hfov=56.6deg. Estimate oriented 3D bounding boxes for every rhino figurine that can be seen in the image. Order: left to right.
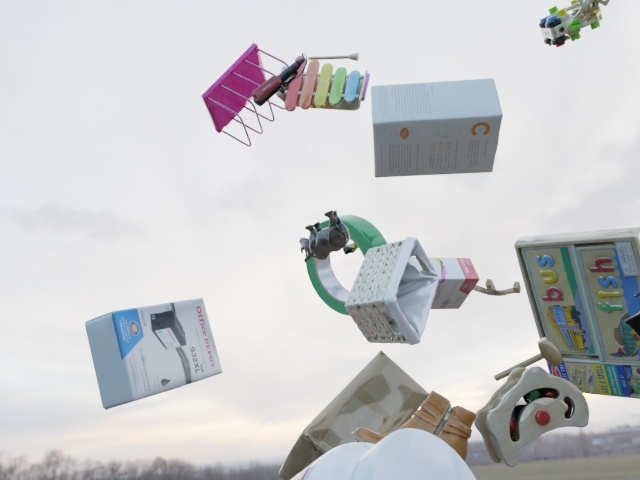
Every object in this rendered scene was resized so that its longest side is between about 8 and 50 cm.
[{"bbox_3d":[0.000,0.000,1.681,0.073,0.106,0.243,-22,-6,-36],"label":"rhino figurine"}]

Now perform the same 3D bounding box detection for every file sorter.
[{"bbox_3d":[-0.245,-0.515,2.146,0.182,0.291,0.202,32,-20,21],"label":"file sorter"}]

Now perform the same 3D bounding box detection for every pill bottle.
[{"bbox_3d":[0.027,0.426,0.817,0.229,0.229,0.408,9,-44,-36],"label":"pill bottle"}]

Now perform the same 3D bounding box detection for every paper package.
[{"bbox_3d":[0.079,0.483,1.486,0.325,0.168,0.310,-37,-20,-38],"label":"paper package"}]

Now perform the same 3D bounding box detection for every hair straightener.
[{"bbox_3d":[-0.125,-0.508,1.882,0.230,0.047,0.089,-47,-7,-11],"label":"hair straightener"}]

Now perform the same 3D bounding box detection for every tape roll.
[{"bbox_3d":[0.089,0.080,1.919,0.077,0.321,0.321,-19,-6,-44],"label":"tape roll"}]

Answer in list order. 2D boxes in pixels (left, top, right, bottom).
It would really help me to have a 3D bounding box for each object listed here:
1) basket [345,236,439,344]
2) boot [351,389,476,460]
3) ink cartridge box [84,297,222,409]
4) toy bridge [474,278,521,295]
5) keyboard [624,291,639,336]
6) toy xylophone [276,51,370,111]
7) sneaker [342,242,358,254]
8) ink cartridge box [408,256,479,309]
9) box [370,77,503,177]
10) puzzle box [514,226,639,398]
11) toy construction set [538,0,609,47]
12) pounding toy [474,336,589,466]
[{"bbox_3d":[0.127,0.090,1.047,0.103,0.167,0.113,-12,-56,35],"label":"basket"},{"bbox_3d":[0.169,0.337,1.066,0.197,0.152,0.073,24,-12,12],"label":"boot"},{"bbox_3d":[-0.426,0.284,1.552,0.129,0.223,0.307,-22,-10,32],"label":"ink cartridge box"},{"bbox_3d":[0.527,0.146,1.838,0.188,0.026,0.063,3,-36,36],"label":"toy bridge"},{"bbox_3d":[0.534,0.075,0.850,0.100,0.038,0.192,45,-61,-11],"label":"keyboard"},{"bbox_3d":[0.014,-0.539,1.999,0.322,0.236,0.081,0,-16,16],"label":"toy xylophone"},{"bbox_3d":[0.116,0.026,2.030,0.083,0.035,0.031,-21,-43,14],"label":"sneaker"},{"bbox_3d":[0.237,0.096,1.328,0.198,0.067,0.115,2,-43,-20],"label":"ink cartridge box"},{"bbox_3d":[0.320,-0.317,1.696,0.345,0.168,0.215,-2,-39,5],"label":"box"},{"bbox_3d":[0.623,0.172,1.360,0.272,0.409,0.052,-7,20,45],"label":"puzzle box"},{"bbox_3d":[0.794,-0.695,1.834,0.215,0.151,0.327,-22,1,15],"label":"toy construction set"},{"bbox_3d":[0.432,0.344,1.224,0.269,0.154,0.155,-42,-5,-15],"label":"pounding toy"}]
